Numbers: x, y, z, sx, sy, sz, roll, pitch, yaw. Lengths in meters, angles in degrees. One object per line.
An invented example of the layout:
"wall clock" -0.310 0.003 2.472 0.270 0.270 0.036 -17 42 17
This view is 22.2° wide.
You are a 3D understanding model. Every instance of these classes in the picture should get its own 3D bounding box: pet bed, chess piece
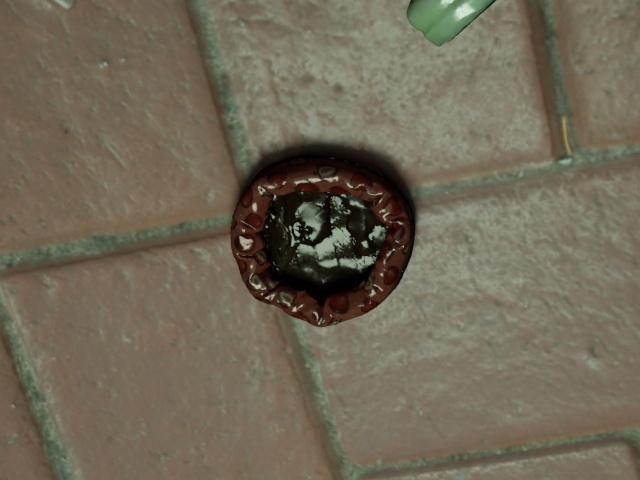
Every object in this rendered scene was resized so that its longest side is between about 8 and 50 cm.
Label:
"pet bed" 0.000 0.000 1.705 0.201 0.053 0.201 6 117 13
"chess piece" 0.072 -0.322 1.512 0.139 0.139 0.272 -41 91 24
